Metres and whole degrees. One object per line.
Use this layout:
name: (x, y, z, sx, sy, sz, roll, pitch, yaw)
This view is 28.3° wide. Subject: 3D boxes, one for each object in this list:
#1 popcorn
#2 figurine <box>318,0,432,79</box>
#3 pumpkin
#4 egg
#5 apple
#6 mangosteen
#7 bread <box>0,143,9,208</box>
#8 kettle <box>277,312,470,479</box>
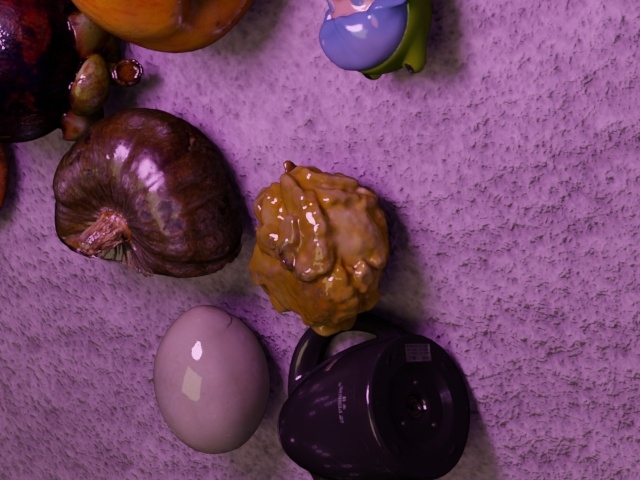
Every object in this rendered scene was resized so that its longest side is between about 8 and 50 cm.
popcorn: (0.000, 0.000, 1.840, 0.266, 0.192, 0.233, 59, 151, 31)
figurine: (0.055, -0.336, 1.653, 0.162, 0.143, 0.263, -5, 112, 45)
pumpkin: (-0.287, -0.082, 1.954, 0.325, 0.242, 0.232, 11, 124, 27)
egg: (-0.175, 0.224, 2.039, 0.186, 0.186, 0.253, 4, 113, 34)
apple: (-0.208, -0.401, 1.735, 0.301, 0.301, 0.301, 15, 118, 30)
mangosteen: (-0.465, -0.291, 1.967, 0.311, 0.311, 0.311, 15, 118, 30)
bread: (-0.687, -0.154, 2.245, 0.312, 0.172, 0.312, 16, 119, 32)
kettle: (0.053, 0.237, 1.905, 0.290, 0.207, 0.268, -19, 69, 48)
